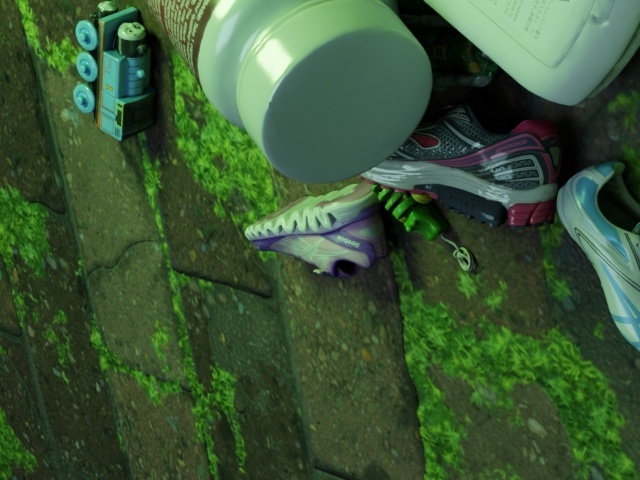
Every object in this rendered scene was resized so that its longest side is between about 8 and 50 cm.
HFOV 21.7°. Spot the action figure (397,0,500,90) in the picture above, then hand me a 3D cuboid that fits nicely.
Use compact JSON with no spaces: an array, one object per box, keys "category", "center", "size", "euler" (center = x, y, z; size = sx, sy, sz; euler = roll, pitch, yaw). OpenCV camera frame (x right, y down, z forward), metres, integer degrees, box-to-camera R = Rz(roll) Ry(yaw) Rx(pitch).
[{"category":"action figure","center":[0.118,-0.204,1.777],"size":[0.232,0.063,0.137],"euler":[8,113,46]}]

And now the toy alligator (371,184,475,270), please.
[{"category":"toy alligator","center":[0.103,-0.035,1.893],"size":[0.189,0.051,0.056],"euler":[55,144,15]}]

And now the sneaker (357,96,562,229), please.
[{"category":"sneaker","center":[0.134,-0.103,1.775],"size":[0.299,0.121,0.112],"euler":[20,110,37]}]

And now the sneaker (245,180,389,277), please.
[{"category":"sneaker","center":[0.000,0.000,2.020],"size":[0.236,0.095,0.104],"euler":[-11,108,53]}]

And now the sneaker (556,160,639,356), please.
[{"category":"sneaker","center":[0.318,0.031,1.631],"size":[0.086,0.085,0.237],"euler":[-38,81,46]}]

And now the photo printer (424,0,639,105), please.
[{"category":"photo printer","center":[0.197,-0.296,1.575],"size":[0.307,0.107,0.256],"euler":[45,137,27]}]

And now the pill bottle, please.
[{"category":"pill bottle","center":[-0.053,-0.250,1.750],"size":[0.392,0.224,0.224],"euler":[57,147,41]}]

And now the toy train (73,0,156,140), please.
[{"category":"toy train","center":[-0.274,-0.230,2.254],"size":[0.105,0.080,0.184],"euler":[29,129,28]}]
